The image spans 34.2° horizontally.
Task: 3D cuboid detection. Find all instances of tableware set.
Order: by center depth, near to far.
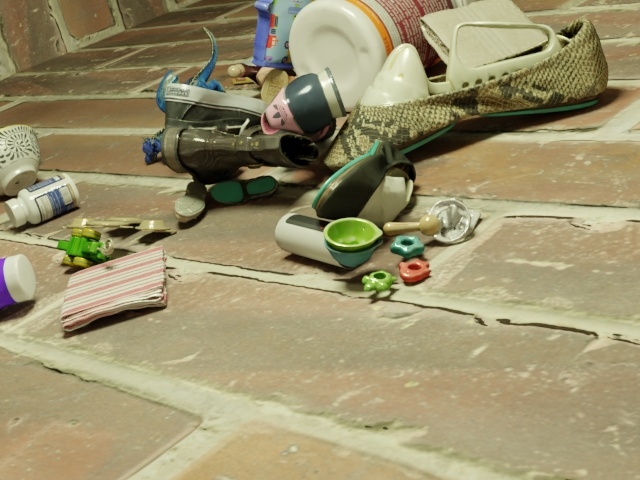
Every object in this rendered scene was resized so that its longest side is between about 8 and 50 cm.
[{"bbox_3d":[-0.318,-0.024,1.628,0.141,0.020,0.169,-2,5,-37],"label":"tableware set"}]

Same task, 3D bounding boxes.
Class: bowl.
[{"bbox_3d":[-0.613,-0.141,2.060,0.170,0.080,0.170,-37,-16,-13],"label":"bowl"}]

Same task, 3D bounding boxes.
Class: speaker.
[{"bbox_3d":[0.000,0.000,1.363,0.055,0.055,0.136,-28,25,-30],"label":"speaker"}]

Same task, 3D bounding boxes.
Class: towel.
[{"bbox_3d":[-0.281,0.065,1.438,0.144,0.029,0.197,-16,18,-3],"label":"towel"},{"bbox_3d":[0.319,-0.352,1.899,0.187,0.049,0.282,-16,45,-12],"label":"towel"}]

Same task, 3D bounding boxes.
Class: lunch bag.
[{"bbox_3d":[-0.045,-0.462,2.101,0.138,0.221,0.293,18,17,22],"label":"lunch bag"}]

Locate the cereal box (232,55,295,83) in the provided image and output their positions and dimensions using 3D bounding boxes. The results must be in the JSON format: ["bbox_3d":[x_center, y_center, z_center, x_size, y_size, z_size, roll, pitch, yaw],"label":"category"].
[{"bbox_3d":[-0.084,-0.442,2.525,0.173,0.047,0.240,1,27,37],"label":"cereal box"}]

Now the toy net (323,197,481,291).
[{"bbox_3d":[0.120,-0.008,1.291,0.232,0.045,0.122,-22,35,-30],"label":"toy net"}]

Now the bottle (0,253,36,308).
[{"bbox_3d":[-0.549,0.084,1.479,0.283,0.092,0.118,-14,22,4],"label":"bottle"}]

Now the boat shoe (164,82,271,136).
[{"bbox_3d":[-0.187,-0.227,1.969,0.113,0.105,0.306,10,5,24],"label":"boat shoe"}]

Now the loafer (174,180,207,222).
[{"bbox_3d":[-0.209,-0.054,1.675,0.045,0.039,0.125,19,27,-3],"label":"loafer"}]

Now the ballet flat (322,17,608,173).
[{"bbox_3d":[0.219,-0.255,1.670,0.483,0.182,0.164,-16,22,0],"label":"ballet flat"}]

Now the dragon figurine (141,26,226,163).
[{"bbox_3d":[-0.261,-0.279,2.037,0.085,0.289,0.144,20,6,25],"label":"dragon figurine"}]

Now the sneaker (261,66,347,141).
[{"bbox_3d":[-0.043,-0.216,1.760,0.131,0.112,0.319,-22,-2,-6],"label":"sneaker"}]

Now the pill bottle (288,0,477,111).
[{"bbox_3d":[0.138,-0.425,2.091,0.224,0.224,0.392,4,28,41],"label":"pill bottle"}]

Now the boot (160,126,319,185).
[{"bbox_3d":[-0.109,-0.136,1.683,0.229,0.091,0.263,2,1,19],"label":"boot"}]

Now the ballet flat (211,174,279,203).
[{"bbox_3d":[-0.118,-0.080,1.678,0.114,0.041,0.041,-8,22,18],"label":"ballet flat"}]

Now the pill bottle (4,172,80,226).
[{"bbox_3d":[-0.497,-0.069,1.856,0.120,0.067,0.067,-27,24,-27],"label":"pill bottle"}]

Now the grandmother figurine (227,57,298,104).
[{"bbox_3d":[-0.098,-0.346,2.237,0.208,0.104,0.342,16,13,-13],"label":"grandmother figurine"}]

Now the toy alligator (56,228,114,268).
[{"bbox_3d":[-0.335,0.016,1.550,0.051,0.056,0.190,22,-13,-36],"label":"toy alligator"}]

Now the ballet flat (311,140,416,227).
[{"bbox_3d":[0.077,-0.075,1.423,0.095,0.096,0.280,-56,-5,26],"label":"ballet flat"}]
